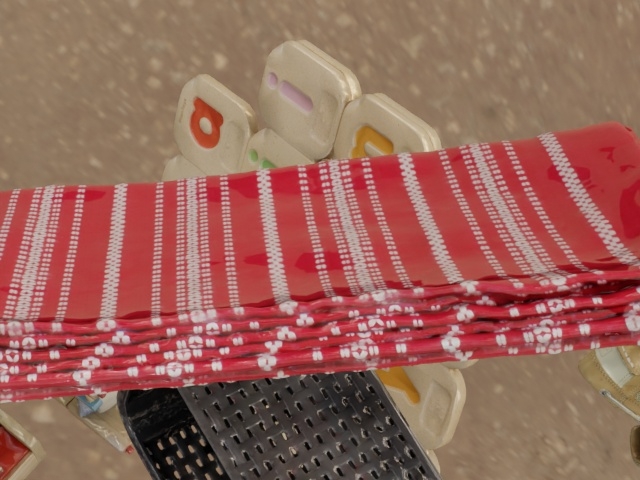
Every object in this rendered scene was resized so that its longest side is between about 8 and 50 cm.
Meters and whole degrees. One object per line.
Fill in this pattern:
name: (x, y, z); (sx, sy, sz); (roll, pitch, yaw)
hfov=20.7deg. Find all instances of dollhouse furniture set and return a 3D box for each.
dollhouse furniture set: (-0.224, 0.130, 1.342); (0.129, 0.129, 0.184); (35, 71, 21)

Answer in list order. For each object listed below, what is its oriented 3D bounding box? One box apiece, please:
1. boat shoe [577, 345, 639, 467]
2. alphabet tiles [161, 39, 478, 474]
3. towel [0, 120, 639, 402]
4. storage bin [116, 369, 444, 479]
boat shoe: (0.210, 0.107, 1.005); (0.072, 0.190, 0.068); (-34, 32, 15)
alphabet tiles: (-0.009, 0.031, 1.063); (0.278, 0.021, 0.284); (37, 126, 36)
towel: (0.000, 0.000, 0.650); (0.275, 0.199, 0.031); (-5, 108, -1)
storage bin: (-0.011, 0.114, 0.798); (0.084, 0.122, 0.180); (-25, 72, -21)
